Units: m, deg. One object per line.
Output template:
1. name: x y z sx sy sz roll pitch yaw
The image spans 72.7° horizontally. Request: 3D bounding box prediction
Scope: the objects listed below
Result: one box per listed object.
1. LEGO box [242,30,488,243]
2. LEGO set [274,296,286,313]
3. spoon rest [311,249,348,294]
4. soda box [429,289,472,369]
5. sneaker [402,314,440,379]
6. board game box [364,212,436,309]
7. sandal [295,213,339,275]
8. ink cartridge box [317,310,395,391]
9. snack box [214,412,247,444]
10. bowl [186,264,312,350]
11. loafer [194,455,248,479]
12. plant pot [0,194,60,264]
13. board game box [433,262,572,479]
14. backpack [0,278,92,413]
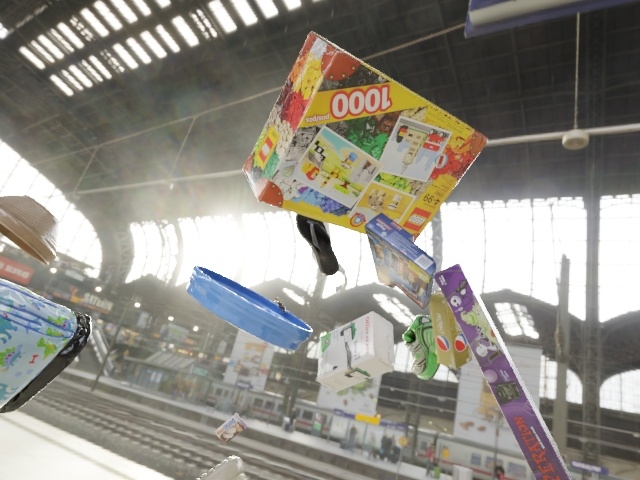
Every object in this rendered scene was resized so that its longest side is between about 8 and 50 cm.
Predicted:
1. LEGO box: 0.115 -0.226 1.121 0.501 0.193 0.372 15 -63 -33
2. LEGO set: -0.124 0.207 1.396 0.054 0.023 0.083 48 -22 8
3. spoon rest: 0.043 0.106 1.822 0.084 0.137 0.276 -24 -59 11
4. soda box: 0.311 0.210 1.047 0.061 0.181 0.058 -17 11 -30
5. sneaker: 0.352 0.353 1.481 0.147 0.134 0.343 20 -40 17
6. board game box: 0.191 0.061 1.022 0.194 0.060 0.194 41 -22 31
7. sandal: 0.001 0.000 1.504 0.254 0.097 0.054 61 -30 -4
8. ink cartridge box: 0.103 0.328 1.285 0.220 0.160 0.093 -34 -57 31
9. snack box: -0.337 0.706 1.630 0.064 0.022 0.178 49 -52 10
10. bowl: -0.209 0.197 1.265 0.392 0.077 0.391 29 -5 3
11. loafer: -0.169 0.334 0.445 0.092 0.269 0.102 51 -48 16
12. plant pot: -0.807 -0.048 1.195 0.238 0.109 0.237 26 -29 16
13. board game box: 0.288 0.201 0.701 0.056 0.346 0.208 -29 -14 20
14. backpack: -0.723 0.207 0.911 0.355 0.290 0.273 53 -11 -32
